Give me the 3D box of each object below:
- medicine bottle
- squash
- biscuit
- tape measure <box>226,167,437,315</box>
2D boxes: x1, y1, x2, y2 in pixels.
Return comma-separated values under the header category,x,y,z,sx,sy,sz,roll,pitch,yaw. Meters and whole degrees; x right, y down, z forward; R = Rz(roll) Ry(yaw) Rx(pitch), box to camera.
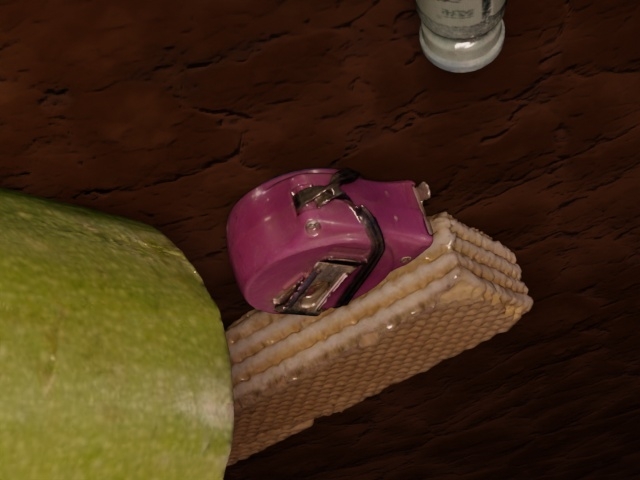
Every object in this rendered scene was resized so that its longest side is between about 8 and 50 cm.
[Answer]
category,x,y,z,sx,sy,sz,roll,pitch,yaw
medicine bottle,0.065,-0.150,0.539,0.051,0.051,0.191,-17,154,0
squash,-0.268,0.078,0.548,0.263,0.263,0.384,-34,149,31
biscuit,-0.033,0.112,0.962,0.426,0.079,0.144,-29,152,24
tape measure,0.000,0.000,0.766,0.118,0.074,0.125,6,144,-36
